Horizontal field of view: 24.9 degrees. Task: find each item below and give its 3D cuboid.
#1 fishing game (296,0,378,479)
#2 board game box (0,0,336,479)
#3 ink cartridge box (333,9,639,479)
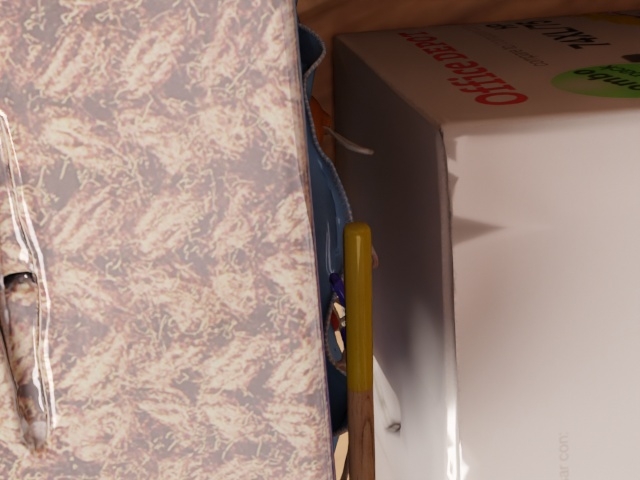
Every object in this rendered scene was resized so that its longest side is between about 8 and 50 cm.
[{"bbox_3d":[0.000,0.000,0.489,0.041,0.264,0.189,-4,109,-8],"label":"fishing game"},{"bbox_3d":[-0.091,-0.031,0.449,0.141,0.291,0.232,-7,108,-7],"label":"board game box"},{"bbox_3d":[0.154,0.019,0.554,0.270,0.198,0.197,-6,107,-8],"label":"ink cartridge box"}]
